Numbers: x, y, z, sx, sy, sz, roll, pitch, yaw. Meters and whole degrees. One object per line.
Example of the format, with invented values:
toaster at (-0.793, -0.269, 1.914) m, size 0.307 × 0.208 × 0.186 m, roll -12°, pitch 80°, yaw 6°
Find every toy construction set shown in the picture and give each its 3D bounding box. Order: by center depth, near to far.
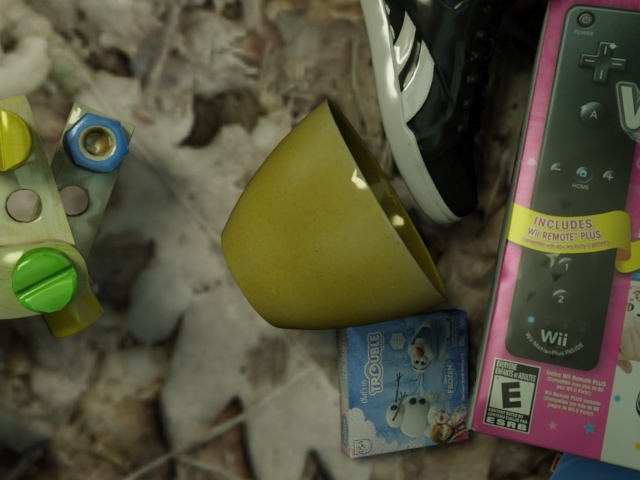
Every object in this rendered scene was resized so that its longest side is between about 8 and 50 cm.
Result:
toy construction set at (-0.184, 0.095, 0.396) m, size 0.215 × 0.151 × 0.327 m, roll -6°, pitch 85°, yaw -19°

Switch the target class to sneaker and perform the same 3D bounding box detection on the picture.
sneaker at (0.094, -0.122, 0.479) m, size 0.121 × 0.079 × 0.216 m, roll -12°, pitch 99°, yaw 25°

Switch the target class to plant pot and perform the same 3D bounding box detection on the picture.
plant pot at (0.000, 0.000, 0.468) m, size 0.095 × 0.134 × 0.134 m, roll -31°, pitch 104°, yaw 10°

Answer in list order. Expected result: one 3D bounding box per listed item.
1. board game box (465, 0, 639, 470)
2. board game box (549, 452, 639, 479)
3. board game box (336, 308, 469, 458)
board game box at (0.226, -0.012, 0.489) m, size 0.224 × 0.097 × 0.303 m, roll 10°, pitch 83°, yaw 14°
board game box at (0.199, 0.207, 0.592) m, size 0.133 × 0.033 × 0.168 m, roll 26°, pitch 89°, yaw -24°
board game box at (0.057, 0.095, 0.539) m, size 0.090 × 0.020 × 0.090 m, roll -4°, pitch 95°, yaw -19°
